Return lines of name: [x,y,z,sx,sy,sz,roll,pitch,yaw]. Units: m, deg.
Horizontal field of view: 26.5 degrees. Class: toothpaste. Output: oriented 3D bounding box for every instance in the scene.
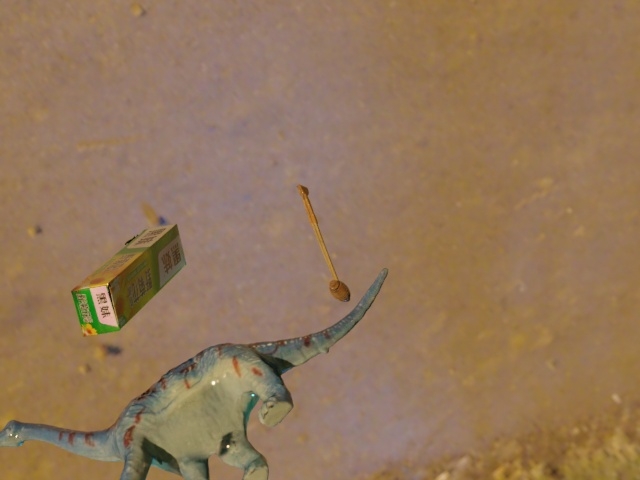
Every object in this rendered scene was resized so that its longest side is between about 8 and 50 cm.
toothpaste: [-0.161,0.031,1.165,0.037,0.178,0.043,-10,104,16]

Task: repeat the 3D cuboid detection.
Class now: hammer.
hammer: [0.000,0.000,1.121,0.014,0.123,0.029,-29,143,10]

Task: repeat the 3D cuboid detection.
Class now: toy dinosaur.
toy dinosaur: [-0.086,0.130,0.976,0.329,0.144,0.076,-24,131,5]
